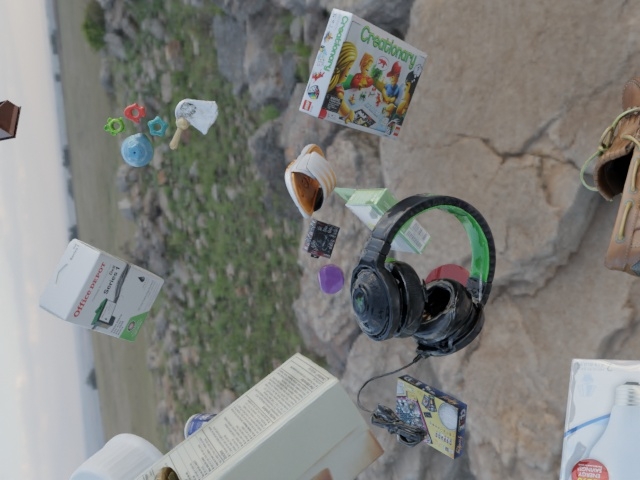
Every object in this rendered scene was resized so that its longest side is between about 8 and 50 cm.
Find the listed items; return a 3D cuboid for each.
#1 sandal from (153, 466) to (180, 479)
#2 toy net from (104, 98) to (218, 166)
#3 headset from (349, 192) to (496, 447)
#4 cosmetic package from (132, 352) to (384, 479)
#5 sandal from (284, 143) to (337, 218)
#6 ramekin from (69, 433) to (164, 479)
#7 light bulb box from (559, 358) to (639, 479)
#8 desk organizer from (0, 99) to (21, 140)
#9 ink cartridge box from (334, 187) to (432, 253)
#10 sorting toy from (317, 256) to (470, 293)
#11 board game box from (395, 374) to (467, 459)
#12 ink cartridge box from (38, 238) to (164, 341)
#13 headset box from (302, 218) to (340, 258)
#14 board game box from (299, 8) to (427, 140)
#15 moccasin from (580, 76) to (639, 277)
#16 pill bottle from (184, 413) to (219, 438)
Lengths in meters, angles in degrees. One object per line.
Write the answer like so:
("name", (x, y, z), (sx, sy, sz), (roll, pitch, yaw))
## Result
("sandal", (-0.142, 0.293, 0.628), (0.072, 0.048, 0.180), (98, 170, -83))
("toy net", (-0.325, -0.247, 1.502), (0.045, 0.232, 0.122), (-103, -13, -76))
("headset", (0.168, 0.121, 1.163), (0.185, 0.243, 0.395), (21, 92, 61))
("cosmetic package", (-0.088, 0.291, 0.901), (0.129, 0.296, 0.153), (59, 165, -17))
("sandal", (-0.006, -0.146, 1.500), (0.102, 0.076, 0.265), (59, -156, -24))
("ramekin", (-0.452, 0.602, 1.657), (0.277, 0.135, 0.278), (11, 112, 30))
("light bulb box", (0.657, 0.439, 1.361), (0.225, 0.357, 0.361), (55, -138, -41))
("desk organizer", (-0.453, -0.152, 0.916), (0.050, 0.130, 0.047), (42, -134, -61))
("ink cartridge box", (0.124, -0.049, 1.643), (0.171, 0.056, 0.235), (43, 162, -25))
("sorting toy", (0.177, 0.095, 1.712), (0.126, 0.365, 0.127), (-61, -25, -80))
("board game box", (0.324, 0.521, 2.142), (0.243, 0.042, 0.165), (20, 114, 48))
("ink cartridge box", (-0.464, 0.111, 1.539), (0.092, 0.219, 0.160), (22, 83, 30))
("headset box", (0.000, 0.000, 1.620), (0.032, 0.062, 0.083), (27, 100, 63))
("board game box", (0.092, -0.315, 1.416), (0.053, 0.305, 0.193), (27, 104, 32))
("moccasin", (0.473, -0.105, 1.085), (0.139, 0.146, 0.380), (69, -150, -54))
("pill bottle", (-0.200, 0.366, 1.375), (0.120, 0.067, 0.067), (-11, 85, 43))
